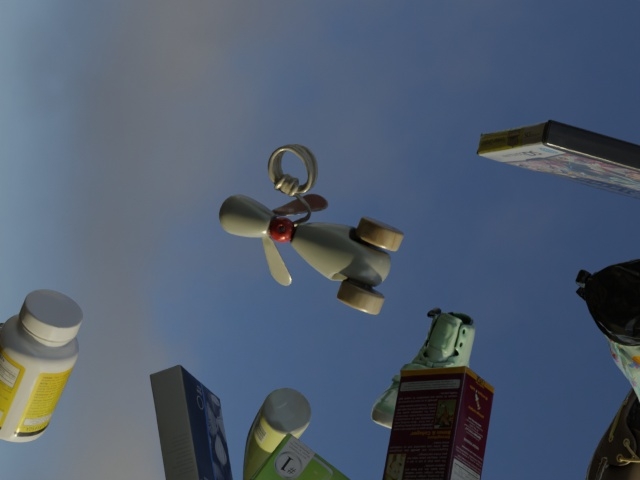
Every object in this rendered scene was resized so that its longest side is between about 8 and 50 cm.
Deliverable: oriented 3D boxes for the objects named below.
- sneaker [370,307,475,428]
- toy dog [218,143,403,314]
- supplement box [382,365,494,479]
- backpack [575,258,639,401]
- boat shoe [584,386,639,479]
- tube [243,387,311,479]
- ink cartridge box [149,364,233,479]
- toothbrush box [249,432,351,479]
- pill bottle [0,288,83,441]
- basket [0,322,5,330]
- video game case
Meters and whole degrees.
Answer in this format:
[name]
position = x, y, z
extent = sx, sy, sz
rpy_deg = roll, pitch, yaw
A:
[sneaker]
position = 0.156, 0.187, 2.322
extent = 0.256, 0.094, 0.151
rpy_deg = -29, 132, -58
[toy dog]
position = 0.000, 0.000, 2.707
extent = 0.220, 0.333, 0.161
rpy_deg = -48, 171, 5
[supplement box]
position = 0.152, 0.266, 1.990
extent = 0.104, 0.081, 0.188
rpy_deg = -8, -121, 37
[backpack]
position = 0.329, 0.088, 1.434
extent = 0.182, 0.151, 0.115
rpy_deg = 59, 21, -52
[boat shoe]
position = 0.447, 0.272, 2.097
extent = 0.324, 0.116, 0.097
rpy_deg = -61, 165, -12
[tube]
position = -0.066, 0.251, 1.927
extent = 0.062, 0.070, 0.240
rpy_deg = 48, -28, 10
[ink cartridge box]
position = -0.191, 0.376, 2.419
extent = 0.165, 0.065, 0.333
rpy_deg = 53, 22, -58
[toothbrush box]
position = -0.046, 0.389, 1.667
extent = 0.283, 0.206, 0.122
rpy_deg = -50, 177, -32
[pill bottle]
position = -0.229, 0.098, 1.212
extent = 0.116, 0.065, 0.065
rpy_deg = -62, -152, 29
[basket]
position = -0.578, 0.203, 2.280
extent = 0.299, 0.223, 0.214
rpy_deg = 2, -107, 69
[video game case]
position = 0.377, -0.102, 2.047
extent = 0.248, 0.274, 0.035
rpy_deg = 179, -74, -76
